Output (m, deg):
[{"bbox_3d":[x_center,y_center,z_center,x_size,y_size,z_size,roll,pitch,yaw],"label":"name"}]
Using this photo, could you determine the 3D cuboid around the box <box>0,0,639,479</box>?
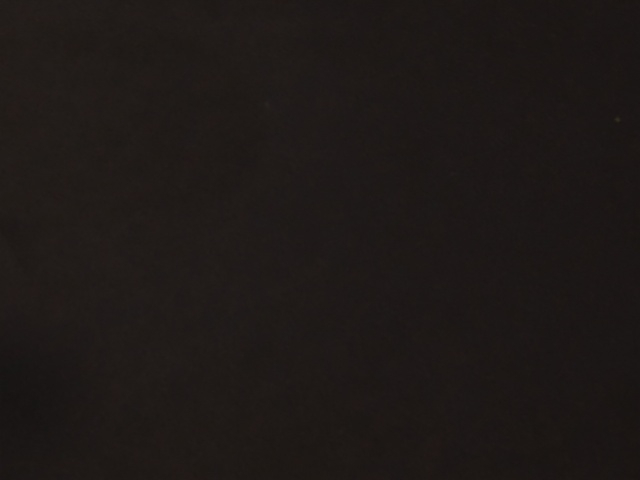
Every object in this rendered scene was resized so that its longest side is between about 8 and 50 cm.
[{"bbox_3d":[0.000,0.000,0.764,0.297,0.472,0.480,8,-117,-2],"label":"box"}]
